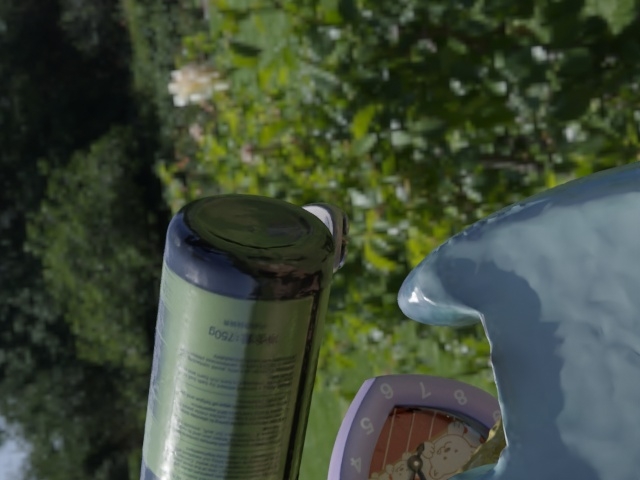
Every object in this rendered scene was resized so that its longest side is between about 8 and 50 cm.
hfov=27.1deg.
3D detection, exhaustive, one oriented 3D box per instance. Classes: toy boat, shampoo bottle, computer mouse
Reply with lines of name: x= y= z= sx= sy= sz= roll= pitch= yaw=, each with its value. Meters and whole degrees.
toy boat: x=0.132 y=0.039 z=0.441 sx=0.079 sy=0.208 sz=0.134 roll=27 pitch=-128 yaw=-66
shampoo bottle: x=-0.059 y=0.115 z=0.831 sx=0.101 sy=0.101 sz=0.283 roll=-108 pitch=24 yaw=-62
computer mouse: x=0.002 y=0.000 z=1.169 sx=0.096 sy=0.039 sz=0.066 roll=-6 pitch=79 yaw=58

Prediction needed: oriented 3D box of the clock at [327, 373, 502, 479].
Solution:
clock: x=0.084 y=0.200 z=1.191 sx=0.172 sy=0.198 sz=0.064 roll=59 pitch=155 yaw=4

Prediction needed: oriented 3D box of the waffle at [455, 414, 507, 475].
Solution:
waffle: x=0.053 y=0.131 z=0.465 sx=0.032 sy=0.191 sz=0.125 roll=47 pitch=163 yaw=-16
